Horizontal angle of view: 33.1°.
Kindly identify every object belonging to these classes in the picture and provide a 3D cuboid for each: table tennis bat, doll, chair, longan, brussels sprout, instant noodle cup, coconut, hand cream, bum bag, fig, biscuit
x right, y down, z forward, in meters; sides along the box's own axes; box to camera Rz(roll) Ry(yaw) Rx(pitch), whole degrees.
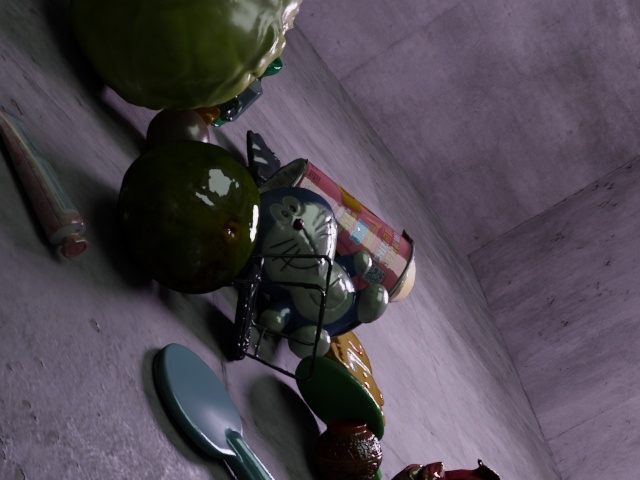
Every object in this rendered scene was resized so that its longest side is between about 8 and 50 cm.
[{"bbox_3d":[-0.120,0.225,1.286,0.237,0.038,0.149,54,12,-1],"label":"table tennis bat"},{"bbox_3d":[-0.030,0.040,1.696,0.154,0.228,0.259,8,-56,55],"label":"doll"},{"bbox_3d":[-0.104,0.090,1.506,0.140,0.221,0.145,-77,177,-72],"label":"chair"},{"bbox_3d":[-0.216,-0.144,1.630,0.106,0.106,0.119,-103,-160,-53],"label":"longan"},{"bbox_3d":[-0.206,-0.344,1.622,0.344,0.344,0.268,58,-22,-4],"label":"brussels sprout"},{"bbox_3d":[0.000,0.000,1.862,0.255,0.244,0.244,46,17,-18],"label":"instant noodle cup"},{"bbox_3d":[0.130,0.065,2.324,0.147,0.147,0.152,61,11,10],"label":"coconut"},{"bbox_3d":[-0.318,-0.073,1.210,0.210,0.043,0.067,58,10,21],"label":"hand cream"},{"bbox_3d":[-0.098,-0.096,2.019,0.123,0.060,0.248,40,25,-46],"label":"bum bag"},{"bbox_3d":[-0.182,-0.033,1.390,0.195,0.195,0.245,53,-21,-24],"label":"fig"},{"bbox_3d":[0.058,0.225,1.939,0.184,0.035,0.249,49,16,-36],"label":"biscuit"},{"bbox_3d":[0.042,0.273,1.620,0.160,0.039,0.257,12,-47,43],"label":"table tennis bat"}]

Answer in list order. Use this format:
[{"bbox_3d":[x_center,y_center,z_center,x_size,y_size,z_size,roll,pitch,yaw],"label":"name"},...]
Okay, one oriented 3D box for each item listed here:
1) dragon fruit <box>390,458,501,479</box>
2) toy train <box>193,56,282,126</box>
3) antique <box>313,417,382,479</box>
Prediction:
[{"bbox_3d":[0.207,0.461,1.532,0.315,0.250,0.250,55,12,15],"label":"dragon fruit"},{"bbox_3d":[-0.226,-0.366,1.930,0.249,0.178,0.429,32,26,-38],"label":"toy train"},{"bbox_3d":[0.040,0.309,1.545,0.104,0.104,0.104,54,14,-20],"label":"antique"}]
